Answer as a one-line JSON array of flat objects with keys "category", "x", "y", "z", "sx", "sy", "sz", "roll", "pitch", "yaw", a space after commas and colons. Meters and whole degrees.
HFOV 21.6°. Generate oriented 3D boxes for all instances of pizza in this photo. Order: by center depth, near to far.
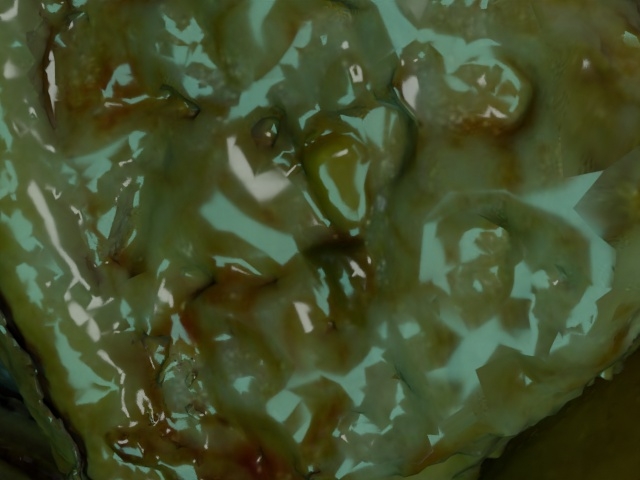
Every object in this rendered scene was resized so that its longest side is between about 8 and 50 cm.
[{"category": "pizza", "x": -0.030, "y": 0.004, "z": 0.754, "sx": 0.435, "sy": 0.080, "sz": 0.392, "roll": 23, "pitch": 113, "yaw": 14}]

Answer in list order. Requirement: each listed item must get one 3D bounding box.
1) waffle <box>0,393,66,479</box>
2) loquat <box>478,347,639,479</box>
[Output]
[{"category": "waffle", "x": -0.258, "y": 0.277, "z": 1.345, "sx": 0.261, "sy": 0.114, "sz": 0.376, "roll": 28, "pitch": 140, "yaw": 4}, {"category": "loquat", "x": 0.211, "y": 0.155, "z": 0.800, "sx": 0.284, "sy": 0.276, "sz": 0.276, "roll": -22, "pitch": 121, "yaw": 10}]
